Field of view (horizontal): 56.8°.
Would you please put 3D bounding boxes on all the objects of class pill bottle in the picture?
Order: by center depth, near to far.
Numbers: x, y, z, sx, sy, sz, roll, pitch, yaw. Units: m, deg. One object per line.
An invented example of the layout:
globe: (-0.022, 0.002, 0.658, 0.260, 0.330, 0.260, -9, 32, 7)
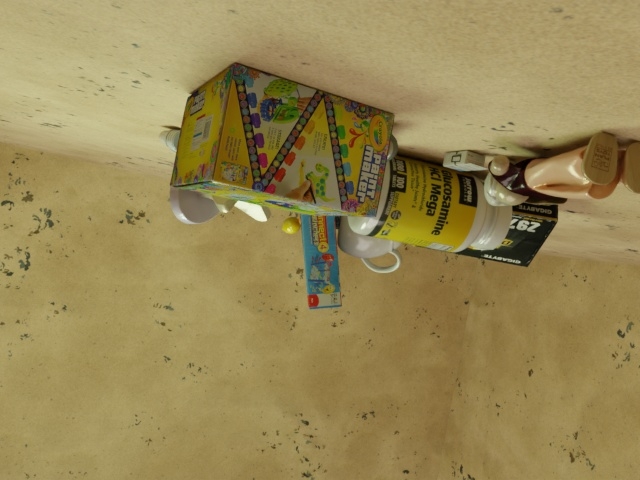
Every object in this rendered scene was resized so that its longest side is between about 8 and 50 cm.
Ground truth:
pill bottle: (0.244, -0.077, 1.322, 0.334, 0.187, 0.188, 10, 179, -15)

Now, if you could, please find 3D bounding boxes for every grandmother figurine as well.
grandmother figurine: (0.378, -0.105, 1.000, 0.208, 0.103, 0.342, 20, 175, -10)

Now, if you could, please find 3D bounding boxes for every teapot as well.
teapot: (0.164, -0.052, 1.584, 0.187, 0.252, 0.256, 18, 175, 10)

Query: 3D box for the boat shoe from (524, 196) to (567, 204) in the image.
boat shoe: (0.481, -0.101, 1.328, 0.136, 0.050, 0.045, 11, 173, -3)

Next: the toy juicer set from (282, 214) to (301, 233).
toy juicer set: (-0.115, -0.131, 1.885, 0.329, 0.209, 0.090, 11, -152, 41)

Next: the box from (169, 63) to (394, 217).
box: (-0.078, -0.150, 1.018, 0.279, 0.176, 0.290, 12, 178, -26)

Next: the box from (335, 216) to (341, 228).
box: (0.058, -0.115, 1.881, 0.156, 0.158, 0.093, 11, 179, -30)

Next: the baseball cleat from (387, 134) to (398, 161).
baseball cleat: (0.103, -0.178, 1.109, 0.110, 0.072, 0.206, -4, -169, -28)

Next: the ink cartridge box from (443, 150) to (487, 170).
ink cartridge box: (0.282, -0.153, 1.141, 0.048, 0.028, 0.083, 11, 179, -27)

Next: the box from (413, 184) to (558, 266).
box: (0.420, -0.044, 1.551, 0.322, 0.079, 0.257, 11, 151, 6)

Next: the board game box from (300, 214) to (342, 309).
board game box: (0.000, 0.000, 1.596, 0.086, 0.301, 0.308, -4, -171, 1)

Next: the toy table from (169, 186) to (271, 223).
toy table: (-0.234, -0.154, 1.461, 0.161, 0.274, 0.252, -1, 140, 28)

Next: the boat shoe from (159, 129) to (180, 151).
boat shoe: (-0.326, -0.244, 1.576, 0.076, 0.083, 0.226, 25, 176, 38)
